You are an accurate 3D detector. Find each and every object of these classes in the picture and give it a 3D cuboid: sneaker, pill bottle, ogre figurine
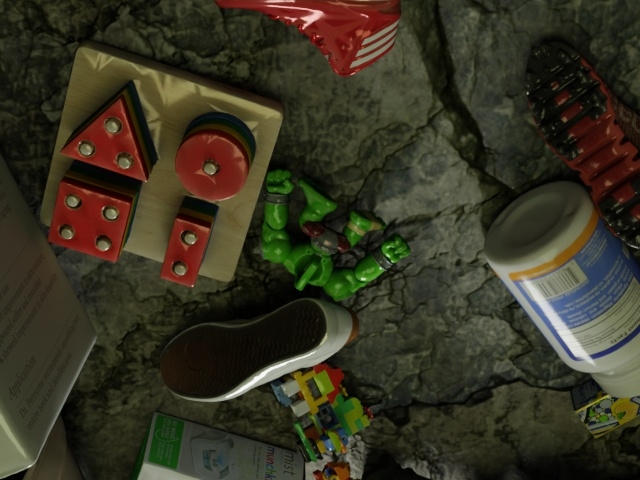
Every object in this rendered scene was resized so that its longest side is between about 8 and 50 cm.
[{"bbox_3d":[-0.015,-0.246,1.609,0.221,0.087,0.128,1,120,1],"label":"sneaker"},{"bbox_3d":[0.337,0.069,1.759,0.152,0.152,0.272,-31,117,18],"label":"pill bottle"},{"bbox_3d":[0.343,-0.124,1.676,0.097,0.135,0.276,-33,93,32],"label":"sneaker"},{"bbox_3d":[0.000,0.000,1.754,0.197,0.097,0.118,25,107,-27],"label":"ogre figurine"},{"bbox_3d":[0.142,0.357,1.983,0.227,0.130,0.087,0,121,-32],"label":"sneaker"},{"bbox_3d":[-0.076,0.149,1.843,0.290,0.123,0.106,-17,78,31],"label":"sneaker"}]

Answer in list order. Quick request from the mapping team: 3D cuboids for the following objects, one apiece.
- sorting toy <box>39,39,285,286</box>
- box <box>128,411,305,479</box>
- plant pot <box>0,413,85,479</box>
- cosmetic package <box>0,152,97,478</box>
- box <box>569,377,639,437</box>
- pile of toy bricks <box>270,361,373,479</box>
[{"bbox_3d":[-0.203,-0.077,1.693,0.257,0.089,0.256,18,120,-2],"label":"sorting toy"},{"bbox_3d":[-0.170,0.403,1.983,0.231,0.127,0.262,19,119,-8],"label":"box"},{"bbox_3d":[-0.439,0.367,1.880,0.323,0.323,0.280,-21,134,12],"label":"plant pot"},{"bbox_3d":[-0.517,0.072,1.633,0.327,0.329,0.394,-20,108,13],"label":"cosmetic package"},{"bbox_3d":[0.427,0.196,1.892,0.169,0.054,0.059,-32,116,19],"label":"box"},{"bbox_3d":[0.022,0.252,1.916,0.105,0.118,0.212,-28,103,-15],"label":"pile of toy bricks"}]
